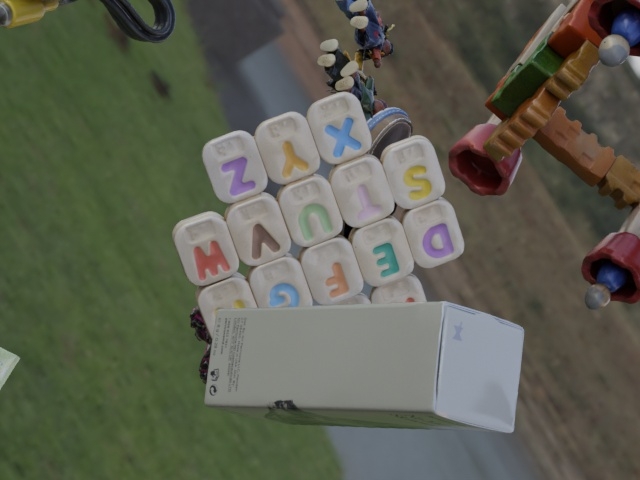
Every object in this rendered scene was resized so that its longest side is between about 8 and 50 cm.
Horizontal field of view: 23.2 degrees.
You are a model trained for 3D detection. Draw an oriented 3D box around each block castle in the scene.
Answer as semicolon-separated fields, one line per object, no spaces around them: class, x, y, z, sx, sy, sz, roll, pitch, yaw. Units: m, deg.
block castle;0.351;-0.119;1.746;0.303;0.213;0.453;39;-29;-2

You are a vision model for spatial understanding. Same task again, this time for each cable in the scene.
cable;-0.276;-0.296;1.754;0.287;0.072;0.139;1;90;-58

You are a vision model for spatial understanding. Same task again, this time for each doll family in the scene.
doll family;0.047;-0.221;1.823;0.111;0.076;0.193;39;60;-53

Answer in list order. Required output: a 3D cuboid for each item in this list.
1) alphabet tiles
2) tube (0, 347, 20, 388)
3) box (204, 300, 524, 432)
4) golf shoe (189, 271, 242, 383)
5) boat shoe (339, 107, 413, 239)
alphabet tiles;0.000;0.000;1.602;0.021;0.284;0.278;-124;-166;-69
tube;-0.502;0.129;2.042;0.240;0.070;0.062;44;18;-33
box;0.032;0.110;1.344;0.113;0.275;0.094;18;74;-42
golf shoe;-0.103;0.118;1.854;0.068;0.086;0.186;18;-39;18
boat shoe;0.053;-0.051;1.655;0.066;0.183;0.066;19;13;-44
